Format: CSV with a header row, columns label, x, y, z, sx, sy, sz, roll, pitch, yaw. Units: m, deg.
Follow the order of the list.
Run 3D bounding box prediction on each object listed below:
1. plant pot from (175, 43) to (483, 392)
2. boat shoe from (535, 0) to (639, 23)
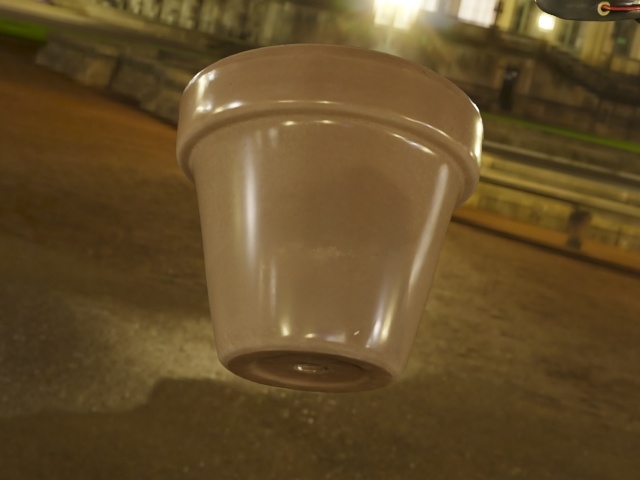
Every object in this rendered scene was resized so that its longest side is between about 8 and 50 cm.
label,x,y,z,sx,sy,sz,roll,pitch,yaw
plant pot,0.000,0.000,1.013,0.263,0.229,0.263,4,-20,2
boat shoe,0.125,-0.101,0.455,0.133,0.042,0.049,-11,28,-45
